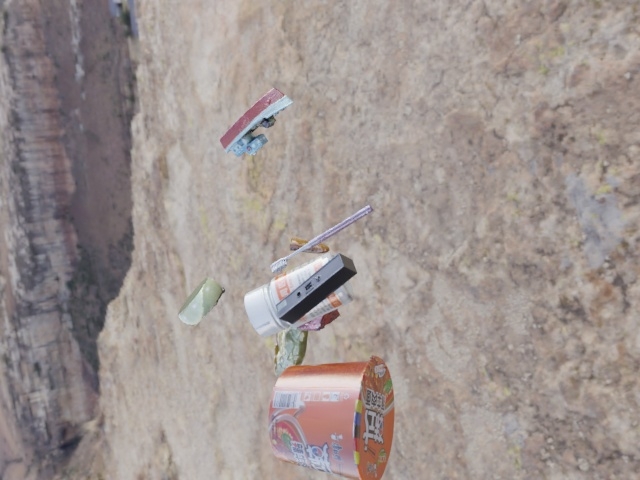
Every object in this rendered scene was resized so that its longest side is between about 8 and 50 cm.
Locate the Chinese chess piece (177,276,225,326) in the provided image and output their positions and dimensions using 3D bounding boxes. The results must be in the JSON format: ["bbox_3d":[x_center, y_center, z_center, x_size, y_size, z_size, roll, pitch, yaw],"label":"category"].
[{"bbox_3d":[-0.190,0.098,1.034,0.034,0.084,0.084,41,155,-13],"label":"Chinese chess piece"}]

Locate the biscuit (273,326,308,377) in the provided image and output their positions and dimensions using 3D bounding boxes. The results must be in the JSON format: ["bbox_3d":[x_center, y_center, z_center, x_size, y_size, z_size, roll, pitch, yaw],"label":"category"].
[{"bbox_3d":[-0.089,0.283,2.105,0.335,0.078,0.328,145,130,-73],"label":"biscuit"}]

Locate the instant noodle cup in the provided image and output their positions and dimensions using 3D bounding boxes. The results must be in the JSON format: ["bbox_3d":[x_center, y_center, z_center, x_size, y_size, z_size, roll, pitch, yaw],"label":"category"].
[{"bbox_3d":[0.023,0.352,1.303,0.192,0.250,0.250,-1,101,22],"label":"instant noodle cup"}]

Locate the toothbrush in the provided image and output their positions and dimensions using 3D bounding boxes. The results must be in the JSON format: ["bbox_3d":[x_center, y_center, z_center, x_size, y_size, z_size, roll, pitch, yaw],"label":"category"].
[{"bbox_3d":[0.000,0.000,1.858,0.354,0.024,0.029,-31,42,17],"label":"toothbrush"}]

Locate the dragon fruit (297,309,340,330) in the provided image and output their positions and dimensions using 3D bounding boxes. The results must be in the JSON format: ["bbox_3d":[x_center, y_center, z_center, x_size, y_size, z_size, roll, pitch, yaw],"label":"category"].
[{"bbox_3d":[-0.023,0.203,1.824,0.131,0.097,0.063,-3,113,43],"label":"dragon fruit"}]

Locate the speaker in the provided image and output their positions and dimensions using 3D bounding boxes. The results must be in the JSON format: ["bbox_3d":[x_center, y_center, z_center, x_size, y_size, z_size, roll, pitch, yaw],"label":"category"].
[{"bbox_3d":[-0.011,0.101,1.346,0.191,0.046,0.040,-40,44,23],"label":"speaker"}]

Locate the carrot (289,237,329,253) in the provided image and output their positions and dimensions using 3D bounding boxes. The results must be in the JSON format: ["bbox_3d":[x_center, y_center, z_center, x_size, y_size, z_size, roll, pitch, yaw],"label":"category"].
[{"bbox_3d":[-0.037,0.024,2.239,0.048,0.139,0.048,-171,90,-89],"label":"carrot"}]

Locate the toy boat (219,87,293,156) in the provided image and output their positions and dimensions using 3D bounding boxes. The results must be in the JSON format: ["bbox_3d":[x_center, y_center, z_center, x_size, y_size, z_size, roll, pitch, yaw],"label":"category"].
[{"bbox_3d":[-0.220,-0.425,2.394,0.332,0.145,0.133,-37,96,34],"label":"toy boat"}]

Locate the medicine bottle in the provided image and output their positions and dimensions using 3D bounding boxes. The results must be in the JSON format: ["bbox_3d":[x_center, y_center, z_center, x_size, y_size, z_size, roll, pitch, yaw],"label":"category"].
[{"bbox_3d":[-0.054,0.141,1.634,0.144,0.252,0.144,57,-166,-22],"label":"medicine bottle"}]
